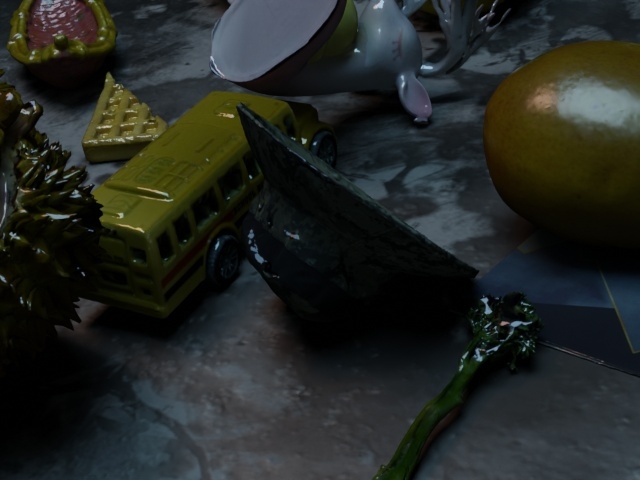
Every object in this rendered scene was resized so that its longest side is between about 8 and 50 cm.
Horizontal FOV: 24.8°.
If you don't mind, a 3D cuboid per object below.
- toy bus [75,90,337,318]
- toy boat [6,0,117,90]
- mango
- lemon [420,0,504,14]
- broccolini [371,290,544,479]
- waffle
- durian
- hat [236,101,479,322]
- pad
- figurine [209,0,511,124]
[{"bbox_3d":[-0.110,-0.055,1.437,0.121,0.123,0.335,10,38,29],"label":"toy bus"},{"bbox_3d":[-0.332,-0.267,1.861,0.141,0.099,0.318,-12,29,-9],"label":"toy boat"},{"bbox_3d":[0.304,-0.081,1.321,0.317,0.173,0.211,14,37,20],"label":"mango"},{"bbox_3d":[0.171,-0.361,1.796,0.206,0.173,0.173,7,29,-14],"label":"lemon"},{"bbox_3d":[0.111,0.132,1.178,0.057,0.071,0.254,39,51,-2],"label":"broccolini"},{"bbox_3d":[-0.206,-0.154,1.703,0.125,0.032,0.191,-6,34,10],"label":"waffle"},{"bbox_3d":[-0.364,-0.008,1.218,0.384,0.347,0.347,-40,19,29],"label":"durian"},{"bbox_3d":[0.000,0.000,1.296,0.128,0.265,0.265,-53,40,0],"label":"hat"},{"bbox_3d":[0.255,0.052,1.276,0.243,0.004,0.164,18,41,38],"label":"pad"},{"bbox_3d":[0.070,-0.261,1.570,0.206,0.284,0.316,29,12,34],"label":"figurine"}]
